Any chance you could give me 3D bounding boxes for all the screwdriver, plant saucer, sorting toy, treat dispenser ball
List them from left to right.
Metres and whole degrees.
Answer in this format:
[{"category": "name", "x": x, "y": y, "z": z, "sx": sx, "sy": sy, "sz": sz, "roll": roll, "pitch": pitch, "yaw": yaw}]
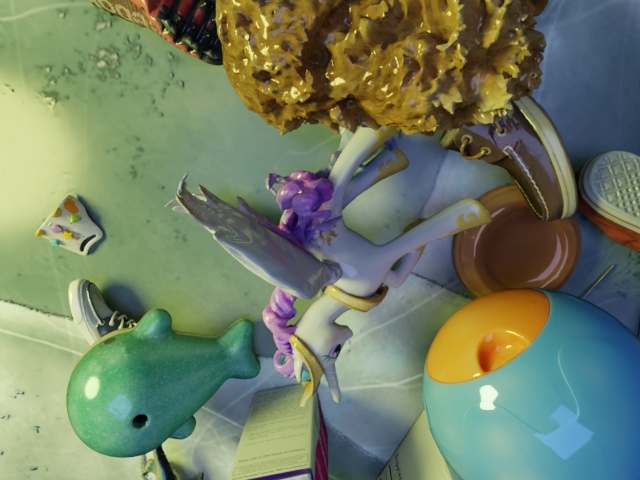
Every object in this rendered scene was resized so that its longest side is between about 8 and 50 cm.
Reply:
[{"category": "sorting toy", "x": -0.388, "y": -0.014, "z": 0.642, "sx": 0.075, "sy": 0.045, "sz": 0.083, "roll": 39, "pitch": 99, "yaw": -26}, {"category": "plant saucer", "x": 0.309, "y": 0.013, "z": 0.638, "sx": 0.200, "sy": 0.037, "sz": 0.200, "roll": 0, "pitch": 101, "yaw": 0}, {"category": "treat dispenser ball", "x": 0.283, "y": 0.207, "z": 0.547, "sx": 0.288, "sy": 0.288, "sz": 0.288, "roll": 0, "pitch": 101, "yaw": 0}, {"category": "screwdriver", "x": 0.416, "y": 0.102, "z": 0.667, "sx": 0.024, "sy": 0.025, "sz": 0.170, "roll": 39, "pitch": 90, "yaw": -6}]

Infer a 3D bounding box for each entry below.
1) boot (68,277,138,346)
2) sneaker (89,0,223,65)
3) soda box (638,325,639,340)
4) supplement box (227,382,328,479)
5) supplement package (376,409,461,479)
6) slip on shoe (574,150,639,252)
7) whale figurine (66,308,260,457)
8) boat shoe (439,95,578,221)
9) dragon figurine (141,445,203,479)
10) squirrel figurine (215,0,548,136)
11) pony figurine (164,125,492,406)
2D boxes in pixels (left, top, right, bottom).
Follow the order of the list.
[{"category": "boot", "x": -0.321, "y": 0.140, "z": 0.658, "sx": 0.086, "sy": 0.069, "sz": 0.190, "roll": -15, "pitch": 108, "yaw": -4}, {"category": "sneaker", "x": -0.235, "y": -0.336, "z": 0.550, "sx": 0.276, "sy": 0.135, "sz": 0.098, "roll": 30, "pitch": 87, "yaw": -28}, {"category": "soda box", "x": 0.560, "y": 0.160, "z": 0.647, "sx": 0.073, "sy": 0.069, "sz": 0.216, "roll": -2, "pitch": 101, "yaw": 0}, {"category": "supplement box", "x": -0.052, "y": 0.320, "z": 0.605, "sx": 0.114, "sy": 0.220, "sz": 0.111, "roll": -13, "pitch": 101, "yaw": 2}, {"category": "supplement package", "x": 0.179, "y": 0.468, "z": 0.653, "sx": 0.177, "sy": 0.175, "sz": 0.293, "roll": 30, "pitch": 99, "yaw": -3}, {"category": "slip on shoe", "x": 0.505, "y": -0.011, "z": 0.581, "sx": 0.331, "sy": 0.101, "sz": 0.123, "roll": 33, "pitch": 89, "yaw": 5}, {"category": "whale figurine", "x": -0.213, "y": 0.206, "z": 0.599, "sx": 0.272, "sy": 0.141, "sz": 0.216, "roll": -12, "pitch": 104, "yaw": -23}, {"category": "boat shoe", "x": 0.222, "y": -0.163, "z": 0.571, "sx": 0.123, "sy": 0.123, "sz": 0.342, "roll": -31, "pitch": 95, "yaw": 13}, {"category": "dragon figurine", "x": -0.249, "y": 0.447, "z": 0.698, "sx": 0.144, "sy": 0.085, "sz": 0.289, "roll": 19, "pitch": 101, "yaw": -3}, {"category": "squirrel figurine", "x": 0.096, "y": -0.271, "z": 0.400, "sx": 0.370, "sy": 0.281, "sz": 0.397, "roll": 4, "pitch": 81, "yaw": -7}, {"category": "pony figurine", "x": 0.000, "y": 0.000, "z": 0.544, "sx": 0.351, "sy": 0.303, "sz": 0.363, "roll": 44, "pitch": 83, "yaw": -16}]
